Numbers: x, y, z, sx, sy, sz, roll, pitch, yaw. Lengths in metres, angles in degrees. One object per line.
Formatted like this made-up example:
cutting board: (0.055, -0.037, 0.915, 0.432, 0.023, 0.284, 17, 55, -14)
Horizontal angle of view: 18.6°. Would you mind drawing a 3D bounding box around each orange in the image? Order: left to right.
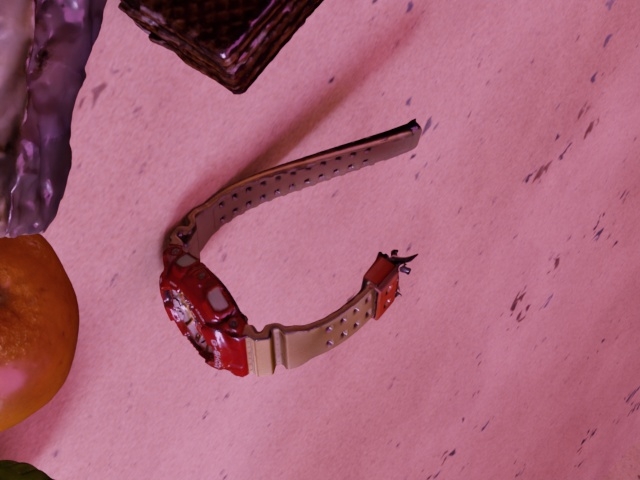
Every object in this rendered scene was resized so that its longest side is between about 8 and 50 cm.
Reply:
orange: (-0.235, 0.053, 1.282, 0.154, 0.155, 0.134, -41, -172, -30)

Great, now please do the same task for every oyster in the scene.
oyster: (-0.190, -0.103, 1.152, 0.166, 0.110, 0.341, -28, 134, -85)

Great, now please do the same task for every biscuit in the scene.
biscuit: (-0.022, -0.225, 1.353, 0.252, 0.106, 0.070, -49, 159, -11)

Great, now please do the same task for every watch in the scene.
watch: (-0.004, 0.007, 1.629, 0.268, 0.165, 0.102, -23, 149, -14)

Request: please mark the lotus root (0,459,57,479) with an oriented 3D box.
lotus root: (-0.248, 0.244, 1.552, 0.186, 0.186, 0.186, -43, 156, -25)
